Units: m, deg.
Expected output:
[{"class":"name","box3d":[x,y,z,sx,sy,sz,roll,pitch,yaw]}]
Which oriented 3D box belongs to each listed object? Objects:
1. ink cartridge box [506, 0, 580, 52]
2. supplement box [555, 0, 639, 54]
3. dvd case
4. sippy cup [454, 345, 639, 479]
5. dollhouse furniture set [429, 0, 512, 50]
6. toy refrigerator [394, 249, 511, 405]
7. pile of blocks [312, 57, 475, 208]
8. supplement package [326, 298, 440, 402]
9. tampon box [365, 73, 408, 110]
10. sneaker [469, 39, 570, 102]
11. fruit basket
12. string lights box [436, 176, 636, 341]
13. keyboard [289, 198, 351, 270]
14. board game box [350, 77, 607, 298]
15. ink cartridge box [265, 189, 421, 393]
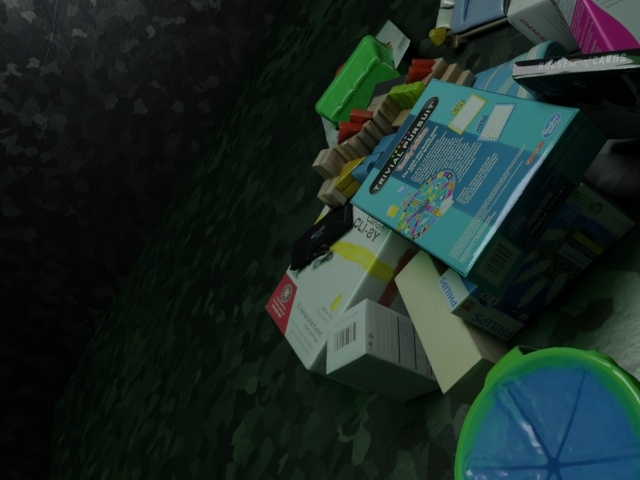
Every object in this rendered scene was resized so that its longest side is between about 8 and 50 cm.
[{"class":"ink cartridge box","box3d":[0.439,-0.401,1.084,0.190,0.139,0.082,-2,65,59]},{"class":"supplement box","box3d":[0.422,-0.312,0.892,0.111,0.114,0.220,-23,77,10]},{"class":"dvd case","box3d":[0.389,-0.184,0.840,0.179,0.238,0.030,8,84,47]},{"class":"sippy cup","box3d":[0.300,0.256,0.665,0.240,0.224,0.306,-23,47,52]},{"class":"dollhouse furniture set","box3d":[0.324,-0.584,1.333,0.286,0.198,0.304,4,82,59]},{"class":"toy refrigerator","box3d":[0.215,0.139,1.043,0.094,0.102,0.270,-51,31,22]},{"class":"pile of blocks","box3d":[0.116,-0.211,1.189,0.362,0.112,0.149,-45,27,7]},{"class":"supplement package","box3d":[0.112,0.191,1.089,0.105,0.179,0.105,-37,37,40]},{"class":"tampon box","box3d":[0.192,-0.260,1.361,0.120,0.161,0.102,2,68,61]},{"class":"sneaker","box3d":[0.314,-0.190,1.139,0.208,0.127,0.319,-7,51,56]},{"class":"fruit basket","box3d":[0.115,-0.407,1.677,0.327,0.165,0.353,-52,14,19]},{"class":"string lights box","box3d":[0.310,0.020,0.946,0.260,0.133,0.077,-50,30,23]},{"class":"keyboard","box3d":[0.000,0.000,1.268,0.180,0.023,0.108,-41,28,37]},{"class":"board game box","box3d":[0.213,-0.097,0.963,0.254,0.079,0.336,-56,31,4]},{"class":"ink cartridge box","box3d":[0.082,0.055,1.278,0.385,0.160,0.279,-59,28,7]}]
